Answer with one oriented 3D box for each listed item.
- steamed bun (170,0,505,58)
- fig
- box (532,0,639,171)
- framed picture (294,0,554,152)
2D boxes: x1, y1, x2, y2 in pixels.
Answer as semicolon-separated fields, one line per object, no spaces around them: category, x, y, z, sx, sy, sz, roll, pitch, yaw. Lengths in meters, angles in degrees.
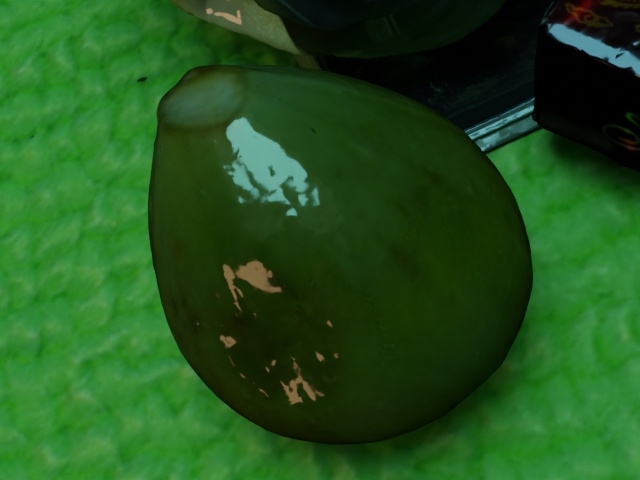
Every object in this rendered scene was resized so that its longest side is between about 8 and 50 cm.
steamed bun;0.006;-0.244;0.799;0.394;0.346;0.237;5;55;-5
fig;-0.003;0.009;0.744;0.207;0.230;0.207;-25;59;50
box;0.340;-0.195;0.816;0.264;0.116;0.415;28;71;19
framed picture;0.123;-0.175;0.932;0.296;0.019;0.232;-25;58;-1
